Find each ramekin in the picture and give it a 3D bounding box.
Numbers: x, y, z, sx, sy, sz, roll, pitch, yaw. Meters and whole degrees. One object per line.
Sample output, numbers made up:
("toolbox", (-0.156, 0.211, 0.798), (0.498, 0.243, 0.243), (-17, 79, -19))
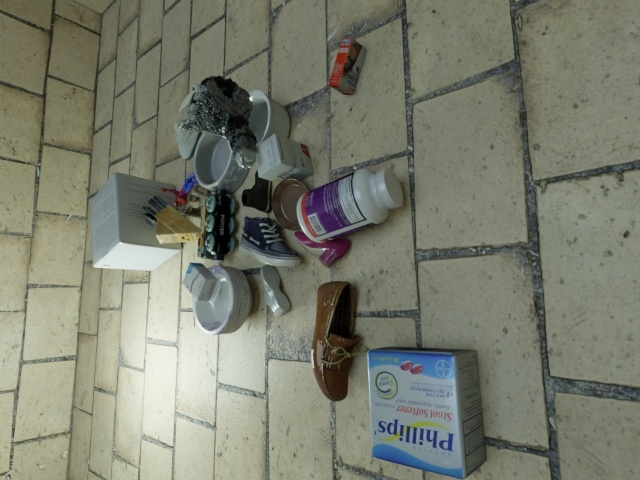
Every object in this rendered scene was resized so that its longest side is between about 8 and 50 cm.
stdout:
("ramekin", (-0.255, -0.469, 1.708), (0.277, 0.135, 0.277), (-8, 78, 40))

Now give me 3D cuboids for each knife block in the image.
("knife block", (-0.722, -0.112, 2.001), (0.088, 0.276, 0.242), (103, 161, -62))

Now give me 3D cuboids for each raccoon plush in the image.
("raccoon plush", (-0.424, -0.424, 1.611), (0.299, 0.216, 0.446), (-35, 54, 41))

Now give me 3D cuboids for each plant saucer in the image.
("plant saucer", (-0.103, -0.138, 1.570), (0.199, 0.036, 0.198), (8, 103, 34))

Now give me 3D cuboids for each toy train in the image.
("toy train", (-0.477, -0.062, 1.851), (0.190, 0.142, 0.334), (-11, 76, 49))

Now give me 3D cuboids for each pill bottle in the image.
("pill bottle", (0.093, -0.116, 1.316), (0.323, 0.181, 0.181), (-19, 72, 32))

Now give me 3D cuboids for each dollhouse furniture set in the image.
("dollhouse furniture set", (-0.623, -0.203, 1.997), (0.144, 0.123, 0.151), (24, 99, 40))

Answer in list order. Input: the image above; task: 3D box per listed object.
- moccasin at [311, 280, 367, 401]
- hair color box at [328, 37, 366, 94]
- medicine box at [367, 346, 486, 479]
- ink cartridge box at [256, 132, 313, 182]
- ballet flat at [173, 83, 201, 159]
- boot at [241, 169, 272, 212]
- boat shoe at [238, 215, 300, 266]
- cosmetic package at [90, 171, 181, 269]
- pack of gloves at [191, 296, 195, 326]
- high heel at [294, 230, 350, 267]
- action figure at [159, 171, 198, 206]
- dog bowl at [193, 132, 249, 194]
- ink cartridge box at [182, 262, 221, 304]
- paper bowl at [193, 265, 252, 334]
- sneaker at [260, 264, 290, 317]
("moccasin", (0.063, 0.323, 1.331), (0.147, 0.139, 0.380), (-11, 67, 49))
("hair color box", (0.097, -0.614, 1.450), (0.053, 0.093, 0.167), (21, 98, 40))
("medicine box", (0.280, 0.441, 1.105), (0.263, 0.149, 0.289), (-10, 76, 40))
("ink cartridge box", (-0.141, -0.303, 1.557), (0.127, 0.176, 0.128), (-26, 67, 36))
("ballet flat", (-0.677, -0.617, 2.099), (0.139, 0.139, 0.400), (40, 110, 37))
("boot", (-0.271, -0.218, 1.685), (0.077, 0.137, 0.198), (-29, 65, 34))
("boat shoe", (-0.201, -0.004, 1.597), (0.340, 0.127, 0.158), (15, 101, 42))
("cosmetic package", (-0.975, -0.083, 2.153), (0.329, 0.327, 0.393), (-28, 66, 35))
("pack of gloves", (-0.572, 0.251, 1.902), (0.232, 0.046, 0.195), (-123, 35, -56))
("high heel", (0.000, 0.000, 1.476), (0.117, 0.082, 0.244), (-45, 39, -6))
("action figure", (-0.712, -0.280, 2.083), (0.280, 0.139, 0.091), (-50, 54, 27))
("dog bowl", (-0.465, -0.386, 1.901), (0.349, 0.102, 0.348), (-8, 78, 40))
("ink cartridge box", (-0.486, 0.176, 1.674), (0.180, 0.060, 0.104), (34, 105, 40))
("paper bowl", (-0.398, 0.249, 1.722), (0.284, 0.148, 0.284), (-6, 80, 41))
("sneaker", (-0.197, 0.201, 1.608), (0.094, 0.080, 0.212), (-48, 57, 40))
